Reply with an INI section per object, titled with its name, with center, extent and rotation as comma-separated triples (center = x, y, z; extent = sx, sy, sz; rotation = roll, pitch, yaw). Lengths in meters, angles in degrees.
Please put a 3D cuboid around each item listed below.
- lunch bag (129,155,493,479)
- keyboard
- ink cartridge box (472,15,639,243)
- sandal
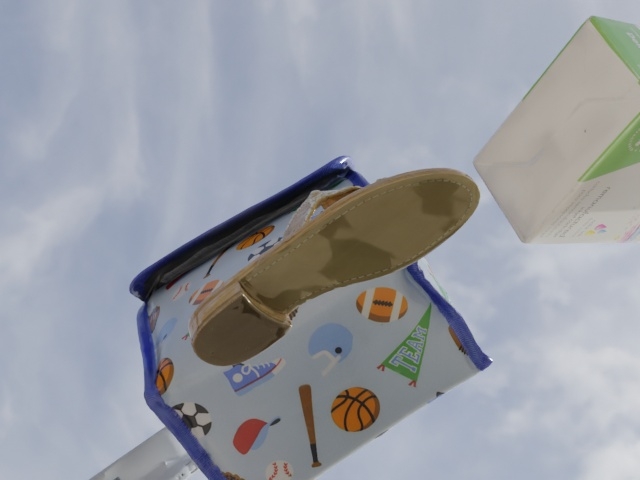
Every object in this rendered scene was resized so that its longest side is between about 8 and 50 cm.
[lunch bag]
center = -0.038, 0.075, 1.234
extent = 0.328, 0.385, 0.239
rotation = -31, -69, 1
[keyboard]
center = -0.246, 0.309, 1.287
extent = 0.072, 0.256, 0.014
rotation = 53, -47, 6
[ink cartridge box]
center = 0.359, -0.103, 1.122
extent = 0.353, 0.119, 0.207
rotation = -1, -40, -39
[sandal]
center = -0.003, -0.004, 0.787
extent = 0.240, 0.079, 0.088
rotation = -34, -47, 11
